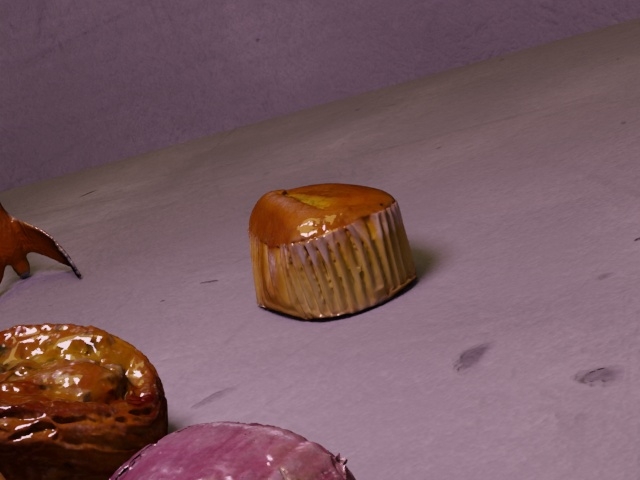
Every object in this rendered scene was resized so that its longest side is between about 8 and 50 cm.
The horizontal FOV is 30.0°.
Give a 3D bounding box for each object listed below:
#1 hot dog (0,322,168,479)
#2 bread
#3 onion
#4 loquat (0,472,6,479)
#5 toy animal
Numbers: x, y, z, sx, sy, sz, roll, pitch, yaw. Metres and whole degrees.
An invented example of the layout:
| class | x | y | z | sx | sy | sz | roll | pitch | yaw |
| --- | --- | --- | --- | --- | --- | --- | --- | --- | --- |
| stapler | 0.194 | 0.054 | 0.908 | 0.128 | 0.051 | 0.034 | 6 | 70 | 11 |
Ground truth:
| class | x | y | z | sx | sy | sz | roll | pitch | yaw |
| --- | --- | --- | --- | --- | --- | --- | --- | --- | --- |
| hot dog | -0.368 | 0.217 | 1.348 | 0.387 | 0.174 | 0.267 | -17 | 18 | 3 |
| bread | 0.000 | 0.000 | 1.700 | 0.204 | 0.156 | 0.288 | -21 | 14 | -18 |
| onion | -0.122 | 0.261 | 0.961 | 0.267 | 0.159 | 0.348 | -9 | 17 | 41 |
| loquat | -0.381 | 0.278 | 0.915 | 0.328 | 0.329 | 0.328 | -17 | 16 | 5 |
| toy animal | -0.627 | -0.031 | 2.276 | 0.225 | 0.284 | 0.302 | -24 | 18 | -12 |
